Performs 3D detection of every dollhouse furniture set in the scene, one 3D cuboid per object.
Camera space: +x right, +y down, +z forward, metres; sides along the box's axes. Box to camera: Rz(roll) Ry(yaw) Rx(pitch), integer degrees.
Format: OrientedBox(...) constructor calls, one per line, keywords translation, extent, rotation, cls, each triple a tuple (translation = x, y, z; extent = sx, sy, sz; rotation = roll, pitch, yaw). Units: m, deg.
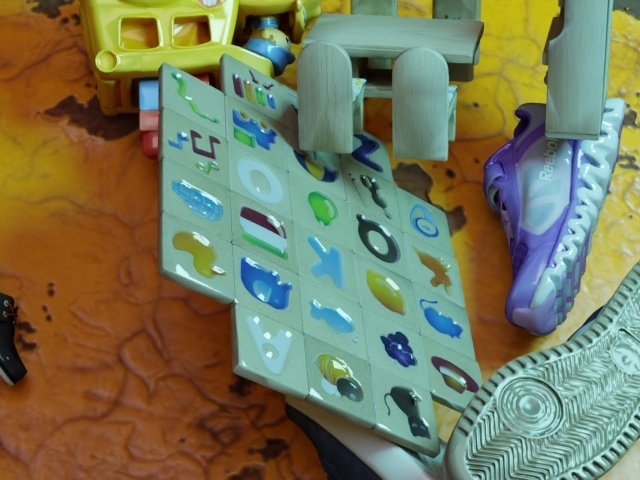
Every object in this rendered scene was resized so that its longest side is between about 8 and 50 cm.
OrientedBox(translation=(0.110, -0.181, 1.175), extent=(0.242, 0.161, 0.212), rotation=(5, 29, 12), cls="dollhouse furniture set")

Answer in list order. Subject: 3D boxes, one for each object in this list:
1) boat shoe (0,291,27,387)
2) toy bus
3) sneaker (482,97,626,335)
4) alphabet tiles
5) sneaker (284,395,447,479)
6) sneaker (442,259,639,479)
OrientedBox(translation=(-0.262, 0.057, 1.160), extent=(0.042, 0.049, 0.133), rotation=(-29, 61, -8), cls="boat shoe")
OrientedBox(translation=(-0.097, -0.169, 1.251), extent=(0.220, 0.149, 0.212), rotation=(-5, 74, -8), cls="toy bus")
OrientedBox(translation=(0.178, -0.027, 1.205), extent=(0.104, 0.095, 0.236), rotation=(14, 55, 12), cls="sneaker")
OrientedBox(translation=(0.000, 0.000, 1.097), extent=(0.285, 0.011, 0.343), rotation=(27, 35, -27), cls="alphabet tiles")
OrientedBox(translation=(0.074, 0.239, 1.036), extent=(0.350, 0.131, 0.148), rotation=(40, 100, 34), cls="sneaker")
OrientedBox(translation=(0.181, 0.127, 1.065), extent=(0.282, 0.153, 0.099), rotation=(-36, 72, -31), cls="sneaker")
